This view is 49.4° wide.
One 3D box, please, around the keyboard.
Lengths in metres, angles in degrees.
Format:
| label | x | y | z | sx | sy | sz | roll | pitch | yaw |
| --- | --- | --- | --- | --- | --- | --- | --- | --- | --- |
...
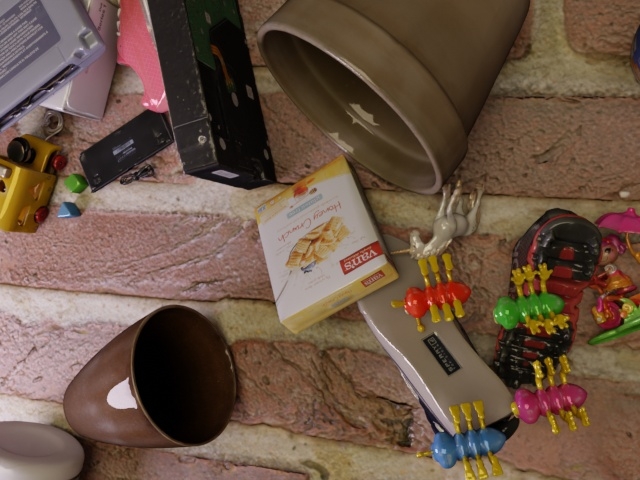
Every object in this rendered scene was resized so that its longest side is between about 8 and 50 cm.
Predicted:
| label | x | y | z | sx | sy | sz | roll | pitch | yaw |
| --- | --- | --- | --- | --- | --- | --- | --- | --- | --- |
| keyboard | -0.329 | -0.144 | 1.200 | 0.180 | 0.023 | 0.108 | -30 | 75 | 14 |

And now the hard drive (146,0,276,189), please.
| label | x | y | z | sx | sy | sz | roll | pitch | yaw |
| --- | --- | --- | --- | --- | --- | --- | --- | --- | --- |
| hard drive | -0.164 | -0.252 | 1.043 | 0.064 | 0.237 | 0.338 | -13 | 86 | 15 |

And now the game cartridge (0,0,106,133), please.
| label | x | y | z | sx | sy | sz | roll | pitch | yaw |
| --- | --- | --- | --- | --- | --- | --- | --- | --- | --- |
| game cartridge | -0.500 | -0.305 | 1.115 | 0.294 | 0.060 | 0.196 | -32 | 85 | 13 |

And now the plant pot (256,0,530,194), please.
| label | x | y | z | sx | sy | sz | roll | pitch | yaw |
| --- | --- | --- | --- | --- | --- | --- | --- | --- | --- |
| plant pot | 0.123 | -0.268 | 0.951 | 0.323 | 0.323 | 0.280 | 39 | 82 | 14 |

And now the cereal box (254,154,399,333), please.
| label | x | y | z | sx | sy | sz | roll | pitch | yaw |
| --- | --- | --- | --- | --- | --- | --- | --- | --- | --- |
| cereal box | 0.000 | 0.000 | 1.021 | 0.173 | 0.047 | 0.240 | -31 | 44 | 12 |

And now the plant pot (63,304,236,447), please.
| label | x | y | z | sx | sy | sz | roll | pitch | yaw |
| --- | --- | --- | --- | --- | --- | --- | --- | --- | --- |
| plant pot | -0.290 | 0.236 | 1.101 | 0.231 | 0.215 | 0.215 | -22 | 82 | 30 |

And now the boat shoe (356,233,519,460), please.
| label | x | y | z | sx | sy | sz | roll | pitch | yaw |
| --- | --- | --- | --- | --- | --- | --- | --- | --- | --- |
| boat shoe | 0.146 | 0.160 | 0.999 | 0.127 | 0.158 | 0.340 | -23 | 60 | -9 |

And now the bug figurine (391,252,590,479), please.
| label | x | y | z | sx | sy | sz | roll | pitch | yaw |
| --- | --- | --- | --- | --- | --- | --- | --- | --- | --- |
| bug figurine | 0.210 | 0.150 | 0.862 | 0.216 | 0.072 | 0.278 | -10 | 64 | 6 |

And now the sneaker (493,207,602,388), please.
| label | x | y | z | sx | sy | sz | roll | pitch | yaw |
| --- | --- | --- | --- | --- | --- | --- | --- | --- | --- |
| sneaker | 0.309 | 0.075 | 0.973 | 0.098 | 0.135 | 0.276 | 12 | 115 | 4 |

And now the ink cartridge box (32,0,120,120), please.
| label | x | y | z | sx | sy | sz | roll | pitch | yaw |
| --- | --- | --- | --- | --- | --- | --- | --- | --- | --- |
| ink cartridge box | -0.496 | -0.339 | 1.202 | 0.278 | 0.117 | 0.201 | 16 | 94 | 16 |

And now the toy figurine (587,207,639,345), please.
| label | x | y | z | sx | sy | sz | roll | pitch | yaw |
| --- | --- | --- | --- | --- | --- | --- | --- | --- | --- |
| toy figurine | 0.416 | 0.040 | 0.951 | 0.173 | 0.130 | 0.159 | -34 | 64 | 37 |

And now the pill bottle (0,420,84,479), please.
| label | x | y | z | sx | sy | sz | roll | pitch | yaw |
| --- | --- | --- | --- | --- | --- | --- | --- | --- | --- |
| pill bottle | -0.524 | 0.488 | 1.154 | 0.188 | 0.188 | 0.333 | 18 | 94 | 16 |

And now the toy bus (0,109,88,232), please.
| label | x | y | z | sx | sy | sz | roll | pitch | yaw |
| --- | --- | --- | --- | --- | --- | --- | --- | --- | --- |
| toy bus | -0.528 | -0.112 | 1.213 | 0.191 | 0.104 | 0.202 | -25 | 82 | 14 |

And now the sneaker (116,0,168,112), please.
| label | x | y | z | sx | sy | sz | roll | pitch | yaw |
| --- | --- | --- | --- | --- | --- | --- | --- | --- | --- |
| sneaker | -0.295 | -0.355 | 1.147 | 0.136 | 0.116 | 0.313 | -26 | 82 | 15 |

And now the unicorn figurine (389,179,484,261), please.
| label | x | y | z | sx | sy | sz | roll | pitch | yaw |
| --- | --- | --- | --- | --- | --- | --- | --- | --- | --- |
| unicorn figurine | 0.181 | -0.027 | 0.988 | 0.060 | 0.162 | 0.111 | 31 | 118 | 52 |

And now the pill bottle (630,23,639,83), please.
| label | x | y | z | sx | sy | sz | roll | pitch | yaw |
| --- | --- | --- | --- | --- | --- | --- | --- | --- | --- |
| pill bottle | 0.473 | -0.263 | 0.840 | 0.152 | 0.272 | 0.152 | 0 | 88 | 17 |
